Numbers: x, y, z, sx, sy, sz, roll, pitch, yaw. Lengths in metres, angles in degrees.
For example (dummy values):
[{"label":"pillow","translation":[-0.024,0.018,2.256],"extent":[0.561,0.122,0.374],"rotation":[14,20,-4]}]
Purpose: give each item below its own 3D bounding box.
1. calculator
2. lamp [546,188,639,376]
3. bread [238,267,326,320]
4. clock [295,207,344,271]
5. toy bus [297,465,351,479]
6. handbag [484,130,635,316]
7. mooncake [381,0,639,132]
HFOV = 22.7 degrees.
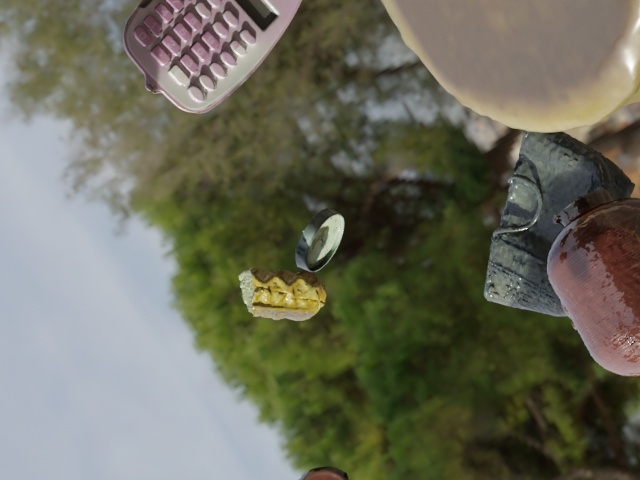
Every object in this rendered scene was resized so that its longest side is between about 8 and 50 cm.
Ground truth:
[{"label":"calculator","translation":[-0.162,-0.320,2.323],"extent":[0.194,0.294,0.043],"rotation":[47,158,-19]},{"label":"lamp","translation":[0.382,0.058,1.926],"extent":[0.258,0.180,0.180],"rotation":[62,-172,15]},{"label":"bread","translation":[-0.045,0.066,1.929],"extent":[0.110,0.066,0.060],"rotation":[5,-149,-29]},{"label":"clock","translation":[0.000,0.000,1.970],"extent":[0.017,0.085,0.085],"rotation":[29,174,24]},{"label":"toy bus","translation":[0.056,0.369,1.545],"extent":[0.194,0.288,0.232],"rotation":[88,-170,-52]},{"label":"handbag","translation":[0.315,-0.018,2.153],"extent":[0.175,0.270,0.089],"rotation":[25,-160,34]},{"label":"mooncake","translation":[0.220,-0.304,1.439],"extent":[0.394,0.246,0.393],"rotation":[37,134,42]}]
